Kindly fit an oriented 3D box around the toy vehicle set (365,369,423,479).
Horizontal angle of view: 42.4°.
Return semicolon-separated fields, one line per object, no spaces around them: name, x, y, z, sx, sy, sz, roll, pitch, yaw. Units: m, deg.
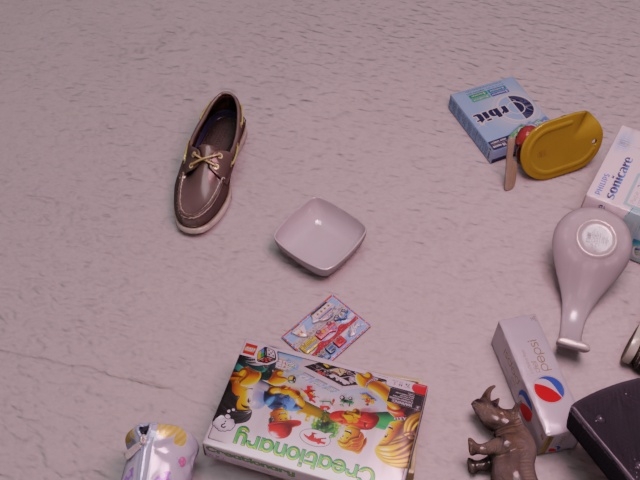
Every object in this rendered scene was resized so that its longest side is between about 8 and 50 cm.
toy vehicle set;0.025;0.283;1.324;0.266;0.035;0.166;8;52;6

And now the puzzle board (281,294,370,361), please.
puzzle board;0.010;0.158;1.439;0.096;0.011;0.128;38;60;26

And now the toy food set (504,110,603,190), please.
toy food set;0.452;-0.195;1.658;0.217;0.128;0.071;-17;33;-7

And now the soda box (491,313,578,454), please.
soda box;0.350;0.230;1.340;0.069;0.074;0.216;-10;52;-9

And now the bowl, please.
bowl;0.000;0.000;1.538;0.142;0.053;0.142;32;58;23

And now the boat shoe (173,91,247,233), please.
boat shoe;-0.219;-0.159;1.636;0.116;0.097;0.324;10;52;7

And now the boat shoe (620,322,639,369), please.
boat shoe;0.592;0.132;1.419;0.068;0.081;0.228;29;64;18

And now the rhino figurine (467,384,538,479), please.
rhino figurine;0.279;0.331;1.263;0.106;0.073;0.243;-2;50;3

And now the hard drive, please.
hard drive;0.493;0.296;1.248;0.254;0.054;0.172;-6;47;-38

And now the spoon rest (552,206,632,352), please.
spoon rest;0.459;0.067;1.440;0.137;0.084;0.276;16;69;11

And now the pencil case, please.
pencil case;-0.244;0.399;1.177;0.113;0.124;0.273;1;52;1

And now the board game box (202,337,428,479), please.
board game box;-0.004;0.277;1.270;0.305;0.053;0.193;13;53;10

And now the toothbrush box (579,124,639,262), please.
toothbrush box;0.655;-0.060;1.540;0.295;0.126;0.216;25;56;20

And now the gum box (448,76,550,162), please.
gum box;0.384;-0.259;1.750;0.157;0.041;0.184;-18;55;-14
